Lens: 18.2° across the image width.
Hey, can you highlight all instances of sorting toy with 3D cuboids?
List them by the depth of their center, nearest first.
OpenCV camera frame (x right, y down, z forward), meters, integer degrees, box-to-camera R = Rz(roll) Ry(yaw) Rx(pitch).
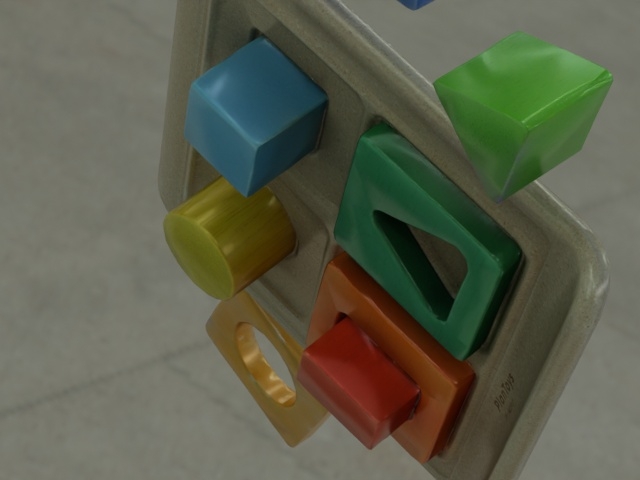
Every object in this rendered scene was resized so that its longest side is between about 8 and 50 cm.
[{"bbox_3d":[0.000,0.000,0.654,0.047,0.347,0.196,-33,68,-24],"label":"sorting toy"}]
